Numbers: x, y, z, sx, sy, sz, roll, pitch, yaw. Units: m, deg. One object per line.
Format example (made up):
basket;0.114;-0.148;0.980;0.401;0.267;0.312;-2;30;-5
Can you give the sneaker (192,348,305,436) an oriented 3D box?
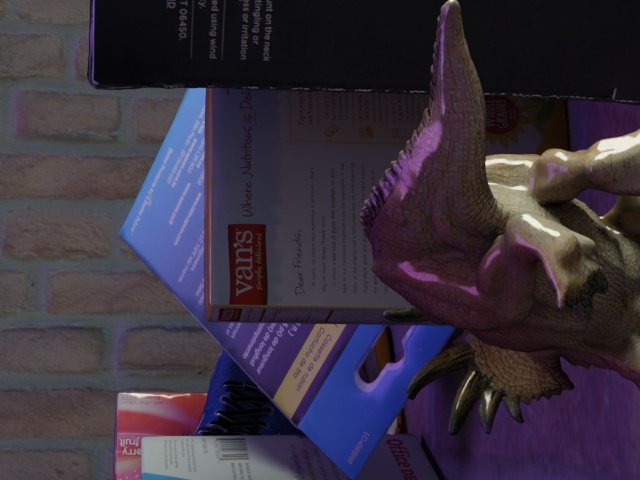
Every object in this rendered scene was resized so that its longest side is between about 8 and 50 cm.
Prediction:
sneaker;-0.078;0.224;1.481;0.147;0.130;0.330;92;-172;-66

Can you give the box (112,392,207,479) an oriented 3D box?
box;-0.090;0.260;1.636;0.142;0.300;0.154;119;152;-75

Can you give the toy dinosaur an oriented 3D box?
toy dinosaur;0.089;0.015;0.671;0.200;0.296;0.127;4;63;45

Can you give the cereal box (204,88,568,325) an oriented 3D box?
cereal box;0.044;-0.031;0.920;0.047;0.240;0.173;114;156;-70

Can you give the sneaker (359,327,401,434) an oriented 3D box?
sneaker;0.034;0.183;1.511;0.225;0.093;0.088;-98;12;-48

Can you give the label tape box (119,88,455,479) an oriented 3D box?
label tape box;0.000;0.000;1.253;0.348;0.115;0.249;43;120;25

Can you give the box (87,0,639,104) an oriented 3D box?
box;0.020;-0.223;0.868;0.343;0.313;0.179;-106;19;-64

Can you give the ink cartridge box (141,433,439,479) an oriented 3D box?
ink cartridge box;-0.028;0.300;1.286;0.198;0.270;0.197;-119;30;-76
